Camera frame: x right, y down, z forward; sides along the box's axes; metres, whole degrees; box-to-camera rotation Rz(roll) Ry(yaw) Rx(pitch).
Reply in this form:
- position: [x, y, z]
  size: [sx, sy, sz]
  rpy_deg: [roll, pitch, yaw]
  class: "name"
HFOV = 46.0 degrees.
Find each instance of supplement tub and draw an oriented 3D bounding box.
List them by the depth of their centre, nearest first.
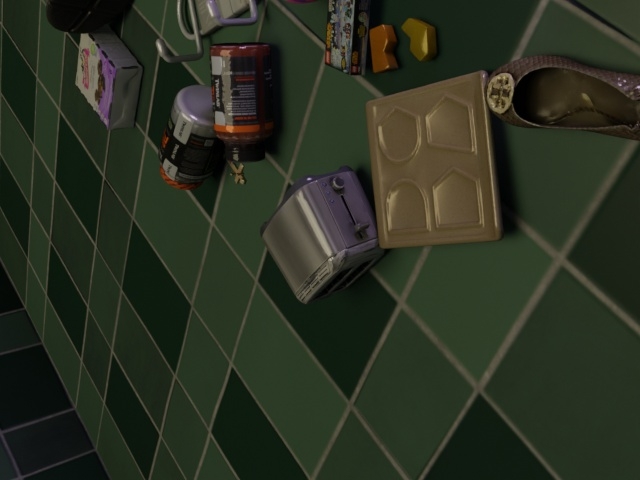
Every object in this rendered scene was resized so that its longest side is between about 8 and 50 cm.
- position: [-0.133, -0.236, 1.289]
  size: [0.106, 0.106, 0.198]
  rpy_deg: [18, 115, 49]
  class: "supplement tub"
- position: [-0.241, -0.191, 1.438]
  size: [0.117, 0.117, 0.190]
  rpy_deg: [57, 139, 24]
  class: "supplement tub"

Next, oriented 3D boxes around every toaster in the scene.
- position: [0.000, 0.000, 1.170]
  size: [0.146, 0.129, 0.227]
  rpy_deg: [62, 144, 15]
  class: "toaster"

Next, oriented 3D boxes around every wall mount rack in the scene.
- position: [-0.226, -0.489, 1.310]
  size: [0.350, 0.130, 0.304]
  rpy_deg: [-11, 92, 53]
  class: "wall mount rack"

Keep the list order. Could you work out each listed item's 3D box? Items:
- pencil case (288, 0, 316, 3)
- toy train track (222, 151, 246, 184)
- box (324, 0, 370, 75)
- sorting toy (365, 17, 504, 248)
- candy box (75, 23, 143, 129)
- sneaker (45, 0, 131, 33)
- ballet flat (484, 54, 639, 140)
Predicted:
- position: [-0.018, -0.462, 1.069]
  size: [0.104, 0.104, 0.236]
  rpy_deg: [44, 133, 37]
  class: "pencil case"
- position: [-0.169, -0.139, 1.446]
  size: [0.083, 0.014, 0.048]
  rpy_deg: [54, 138, 28]
  class: "toy train track"
- position: [0.038, -0.313, 1.081]
  size: [0.094, 0.027, 0.137]
  rpy_deg: [-136, 44, -59]
  class: "box"
- position: [0.145, -0.147, 1.009]
  size: [0.229, 0.041, 0.307]
  rpy_deg: [-5, 91, 51]
  class: "sorting toy"
- position: [-0.495, -0.382, 1.755]
  size: [0.196, 0.070, 0.165]
  rpy_deg: [49, 136, 31]
  class: "candy box"
- position: [-0.480, -0.669, 1.601]
  size: [0.447, 0.169, 0.258]
  rpy_deg: [-46, 55, 41]
  class: "sneaker"
- position: [0.272, -0.149, 0.806]
  size: [0.249, 0.058, 0.084]
  rpy_deg: [24, 119, 44]
  class: "ballet flat"
